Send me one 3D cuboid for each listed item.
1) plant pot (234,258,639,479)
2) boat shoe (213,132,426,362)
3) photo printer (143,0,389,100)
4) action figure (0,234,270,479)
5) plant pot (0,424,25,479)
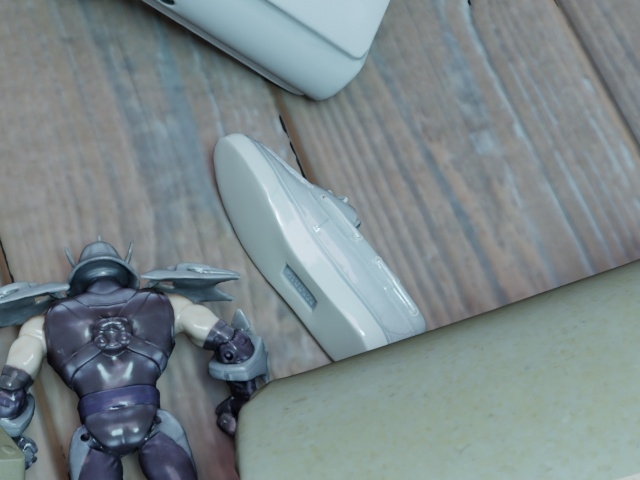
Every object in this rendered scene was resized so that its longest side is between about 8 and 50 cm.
[{"bbox_3d":[0.127,0.152,0.645,0.305,0.334,0.334,-11,63,2],"label":"plant pot"},{"bbox_3d":[0.000,0.000,0.835,0.063,0.066,0.184,-26,64,-32],"label":"boat shoe"},{"bbox_3d":[-0.073,-0.275,0.877,0.307,0.107,0.256,31,65,-19],"label":"photo printer"},{"bbox_3d":[-0.113,0.117,0.749,0.185,0.099,0.285,-13,60,-3],"label":"action figure"},{"bbox_3d":[-0.218,0.133,0.686,0.109,0.109,0.096,38,109,37],"label":"plant pot"}]
